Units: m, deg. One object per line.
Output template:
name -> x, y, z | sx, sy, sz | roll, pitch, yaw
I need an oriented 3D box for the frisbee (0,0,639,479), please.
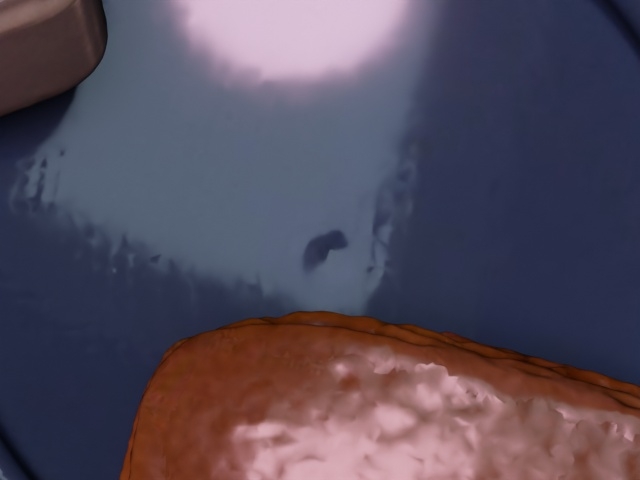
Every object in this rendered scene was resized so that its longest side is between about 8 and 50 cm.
frisbee -> 0.001, 0.001, 0.621 | 0.290, 0.049, 0.289 | -1, 76, 4

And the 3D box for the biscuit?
biscuit -> -0.023, 0.147, 0.540 | 0.262, 0.052, 0.277 | 20, 97, 0

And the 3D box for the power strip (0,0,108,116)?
power strip -> -0.220, -0.090, 0.600 | 0.265, 0.059, 0.193 | -22, 56, -9
